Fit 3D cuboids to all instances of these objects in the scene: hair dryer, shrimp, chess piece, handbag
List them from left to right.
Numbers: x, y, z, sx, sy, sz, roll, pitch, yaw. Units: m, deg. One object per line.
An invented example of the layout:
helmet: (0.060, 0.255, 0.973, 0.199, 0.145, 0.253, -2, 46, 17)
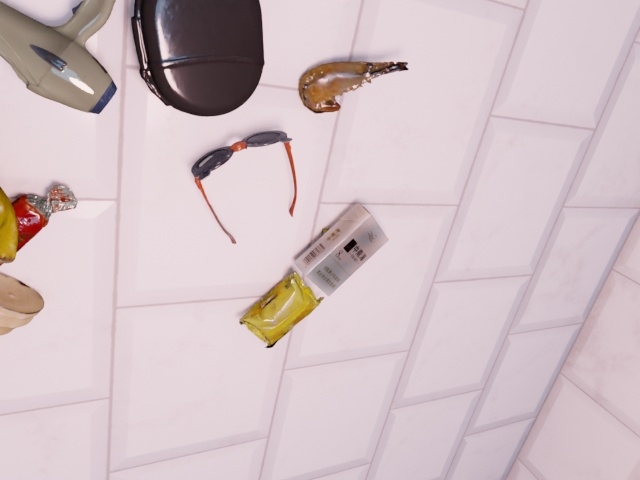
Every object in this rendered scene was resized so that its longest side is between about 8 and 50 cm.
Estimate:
chess piece: (-0.741, 0.215, 1.046, 0.124, 0.139, 0.307, 44, 95, -6)
hair dryer: (-0.483, -0.398, 0.859, 0.296, 0.119, 0.297, 12, 95, -30)
handbag: (-0.230, -0.393, 0.976, 0.254, 0.093, 0.307, -17, 124, -27)
shrimp: (0.076, -0.373, 1.190, 0.262, 0.066, 0.117, -9, 137, -8)

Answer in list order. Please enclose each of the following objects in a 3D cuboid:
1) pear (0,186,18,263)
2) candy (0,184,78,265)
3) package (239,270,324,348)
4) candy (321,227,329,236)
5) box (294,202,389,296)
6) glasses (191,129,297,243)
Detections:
pear: (-0.695, -0.074, 0.810, 0.387, 0.340, 0.191, 6, 77, -4)
candy: (-0.626, -0.017, 1.007, 0.292, 0.059, 0.086, -39, 127, -5)
package: (-0.107, 0.196, 1.400, 0.226, 0.090, 0.168, -39, 132, 0)
candy: (0.000, 0.000, 1.393, 0.025, 0.023, 0.083, 14, 120, -43)
box: (0.063, 0.028, 1.395, 0.243, 0.067, 0.155, -42, 142, -1)
glasses: (-0.152, -0.114, 1.178, 0.234, 0.118, 0.268, -28, 127, -14)
